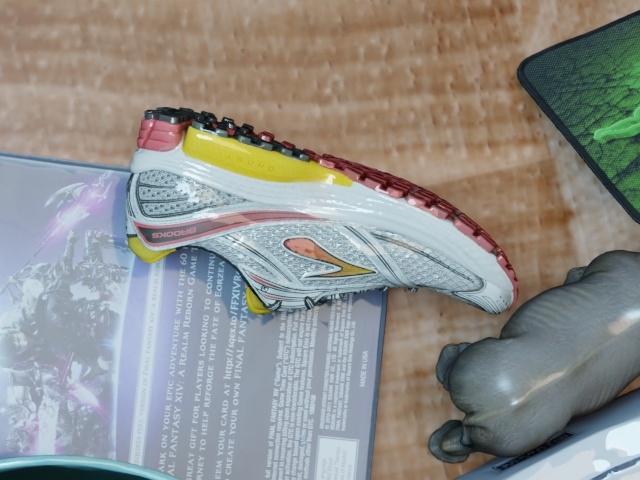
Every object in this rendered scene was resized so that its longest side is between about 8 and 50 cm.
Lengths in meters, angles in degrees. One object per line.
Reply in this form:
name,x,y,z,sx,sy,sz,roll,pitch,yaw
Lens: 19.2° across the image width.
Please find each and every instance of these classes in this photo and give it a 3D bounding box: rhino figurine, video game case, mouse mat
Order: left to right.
video game case,-0.101,0.058,1.055,0.274,0.026,0.196,7,83,-9
rhino figurine,0.166,0.043,1.065,0.243,0.106,0.073,-32,91,-12
mouse mat,0.227,-0.090,1.096,0.189,0.007,0.152,-23,51,-13

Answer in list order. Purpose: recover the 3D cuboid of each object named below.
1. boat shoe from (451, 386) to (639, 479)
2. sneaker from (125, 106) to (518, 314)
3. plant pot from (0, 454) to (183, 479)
boat shoe,0.165,0.145,1.062,0.267,0.096,0.088,-25,93,-11
sneaker,0.000,0.000,1.035,0.225,0.088,0.093,18,98,-7
plant pot,-0.136,0.251,0.920,0.293,0.235,0.293,1,83,-10
